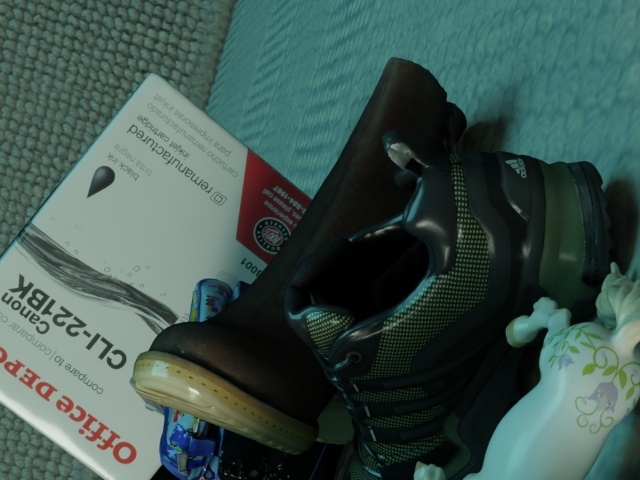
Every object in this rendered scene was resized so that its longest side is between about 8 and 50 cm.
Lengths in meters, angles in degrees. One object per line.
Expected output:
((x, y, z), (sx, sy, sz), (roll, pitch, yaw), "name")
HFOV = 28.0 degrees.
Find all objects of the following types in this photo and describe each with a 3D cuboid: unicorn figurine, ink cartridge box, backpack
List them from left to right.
((-0.145, 0.034, 1.021), (0.273, 0.197, 0.114), (-52, 10, -3), "ink cartridge box")
((-0.048, 0.130, 0.852), (0.158, 0.117, 0.173), (-98, 24, -67), "backpack")
((0.075, 0.082, 0.442), (0.111, 0.060, 0.162), (-163, 89, -80), "unicorn figurine")

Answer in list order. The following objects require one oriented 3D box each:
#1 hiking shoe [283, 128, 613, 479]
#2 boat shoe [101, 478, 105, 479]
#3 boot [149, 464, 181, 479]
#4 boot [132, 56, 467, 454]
((0.033, 0.044, 0.563), (0.086, 0.114, 0.227), (-88, 18, -53), "hiking shoe")
((-0.187, 0.276, 1.354), (0.111, 0.104, 0.307), (126, 157, -60), "boat shoe")
((-0.134, 0.296, 1.097), (0.264, 0.096, 0.280), (-104, 30, -64), "boot")
((0.000, 0.000, 0.660), (0.207, 0.090, 0.248), (-71, -20, -3), "boot")
